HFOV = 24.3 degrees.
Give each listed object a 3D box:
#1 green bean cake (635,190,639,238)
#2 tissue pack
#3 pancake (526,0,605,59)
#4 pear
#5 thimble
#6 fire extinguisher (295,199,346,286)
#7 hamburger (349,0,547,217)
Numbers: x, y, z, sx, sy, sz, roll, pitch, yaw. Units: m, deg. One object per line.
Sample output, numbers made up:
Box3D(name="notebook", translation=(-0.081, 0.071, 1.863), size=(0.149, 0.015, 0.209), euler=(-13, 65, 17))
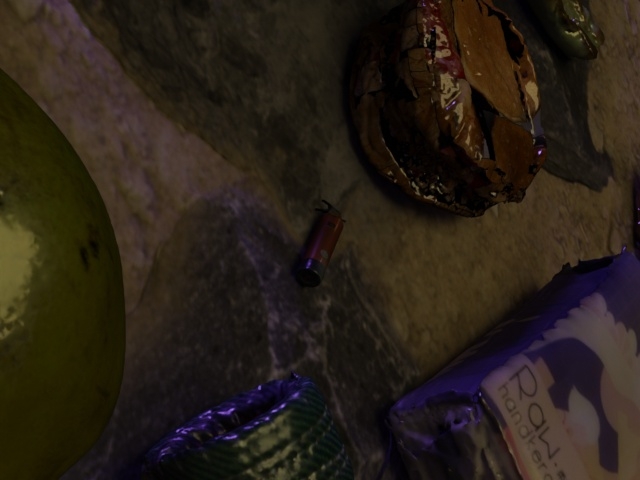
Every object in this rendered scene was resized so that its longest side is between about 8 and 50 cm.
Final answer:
Box3D(name="green bean cake", translation=(0.466, 0.003, 1.622), size=(0.131, 0.224, 0.229), euler=(24, 61, -45))
Box3D(name="tissue pack", translation=(0.218, 0.179, 1.310), size=(0.344, 0.125, 0.242), euler=(-32, 101, -52))
Box3D(name="pancake", translation=(0.231, -0.374, 1.624), size=(0.197, 0.054, 0.376), euler=(-10, 85, -51))
Box3D(name="pear", translation=(-0.205, 0.027, 0.775), size=(0.212, 0.212, 0.269), euler=(10, 74, -50))
Box3D(name="thimble", translation=(-0.046, 0.154, 0.994), size=(0.135, 0.118, 0.090), euler=(-30, 99, -53))
Box3D(name="fire extinguisher", translation=(0.000, 0.000, 1.198), size=(0.028, 0.022, 0.083), euler=(27, 49, -5))
Box3D(name="hamburger", translation=(0.120, -0.131, 1.338), size=(0.231, 0.107, 0.231), euler=(31, 49, -43))
